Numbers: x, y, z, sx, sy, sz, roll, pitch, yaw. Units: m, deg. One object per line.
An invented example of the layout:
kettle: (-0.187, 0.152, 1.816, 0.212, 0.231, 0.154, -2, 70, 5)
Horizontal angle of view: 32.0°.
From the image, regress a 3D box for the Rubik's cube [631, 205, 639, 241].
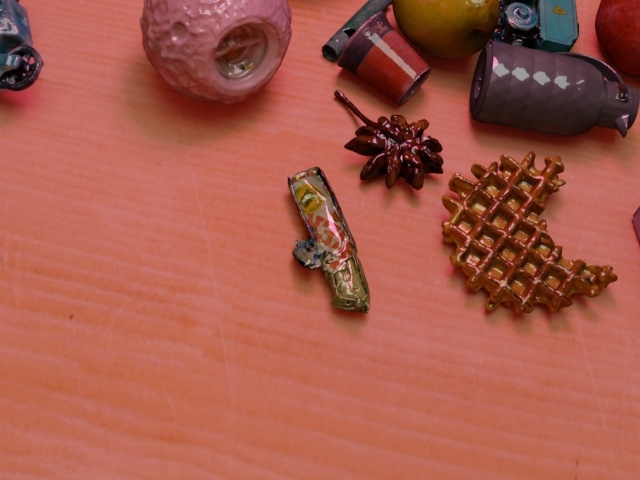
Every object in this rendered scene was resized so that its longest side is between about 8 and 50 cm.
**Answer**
Rubik's cube: (0.674, -0.012, 1.802, 0.231, 0.224, 0.221, -4, 60, -11)

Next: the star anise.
star anise: (0.103, -0.168, 1.910, 0.234, 0.073, 0.177, 19, 49, 12)

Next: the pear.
pear: (0.234, -0.414, 1.999, 0.187, 0.187, 0.220, -35, 44, -24)

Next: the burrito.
burrito: (0.000, 0.000, 1.801, 0.104, 0.054, 0.288, -14, 62, -15)

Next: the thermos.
thermos: (0.416, -0.268, 1.974, 0.287, 0.145, 0.182, 10, 50, -4)

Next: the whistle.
whistle: (0.069, -0.399, 2.062, 0.039, 0.039, 0.186, 34, 60, 13)

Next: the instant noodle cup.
instant noodle cup: (0.119, -0.315, 1.979, 0.136, 0.127, 0.127, 42, 62, 7)

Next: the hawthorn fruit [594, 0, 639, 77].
hawthorn fruit: (0.619, -0.418, 2.045, 0.231, 0.263, 0.235, 35, 87, 37)

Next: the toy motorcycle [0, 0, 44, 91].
toy motorcycle: (-0.578, -0.341, 1.885, 0.206, 0.154, 0.260, -21, 66, 7)

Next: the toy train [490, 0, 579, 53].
toy train: (0.398, -0.409, 2.077, 0.154, 0.107, 0.197, 11, 58, -10)

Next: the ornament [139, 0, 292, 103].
ornament: (-0.180, -0.363, 1.884, 0.259, 0.259, 0.225, -24, 49, -20)

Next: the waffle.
waffle: (0.327, -0.005, 1.846, 0.260, 0.069, 0.293, -12, 64, -12)
